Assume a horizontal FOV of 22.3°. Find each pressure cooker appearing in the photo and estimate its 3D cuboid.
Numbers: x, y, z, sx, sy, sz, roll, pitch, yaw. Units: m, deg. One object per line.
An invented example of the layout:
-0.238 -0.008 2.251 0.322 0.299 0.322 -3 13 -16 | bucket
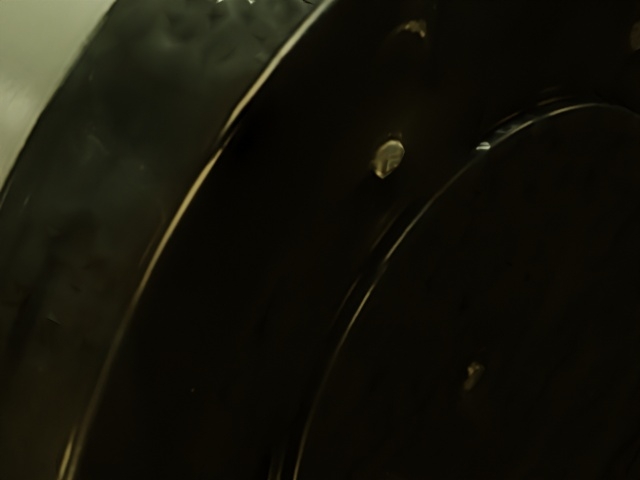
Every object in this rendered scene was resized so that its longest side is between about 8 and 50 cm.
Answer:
-0.083 -0.026 0.602 0.420 0.369 0.375 28 52 37 | pressure cooker
